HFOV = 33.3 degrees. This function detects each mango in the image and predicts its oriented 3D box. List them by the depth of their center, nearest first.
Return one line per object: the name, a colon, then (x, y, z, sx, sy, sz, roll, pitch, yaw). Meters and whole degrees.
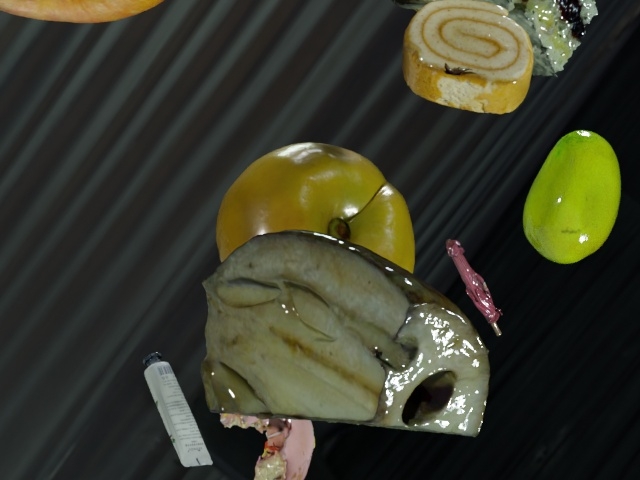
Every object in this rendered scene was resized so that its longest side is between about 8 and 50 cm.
mango: (0.317, -0.050, 1.318, 0.117, 0.163, 0.089, 24, 8, -22)

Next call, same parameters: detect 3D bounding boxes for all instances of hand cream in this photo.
hand cream: (-0.271, 0.316, 1.988, 0.080, 0.050, 0.234, 8, 48, -53)

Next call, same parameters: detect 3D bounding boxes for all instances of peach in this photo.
peach: (0.000, 0.000, 1.268, 0.251, 0.251, 0.153, 33, -33, -25)

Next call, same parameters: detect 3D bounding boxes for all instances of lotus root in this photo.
lotus root: (0.023, 0.096, 1.012, 0.142, 0.210, 0.314, 0, 8, -40)

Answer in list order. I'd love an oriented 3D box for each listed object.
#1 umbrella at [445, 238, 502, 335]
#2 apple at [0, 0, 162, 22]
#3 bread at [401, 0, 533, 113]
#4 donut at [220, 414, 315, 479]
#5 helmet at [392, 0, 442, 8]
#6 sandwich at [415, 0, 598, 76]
umbrella: (0.197, 0.060, 1.351, 0.025, 0.027, 0.165, 26, -26, 57)
apple: (-0.219, -0.343, 0.884, 0.299, 0.299, 0.275, 30, 43, -37)
bread: (0.166, -0.212, 1.202, 0.149, 0.122, 0.073, 13, -30, 9)
donut: (-0.094, 0.336, 1.918, 0.233, 0.085, 0.199, 66, 31, -16)
helmet: (0.123, -0.394, 1.281, 0.137, 0.204, 0.257, 27, -6, -35)
sandwich: (0.256, -0.384, 1.606, 0.325, 0.131, 0.262, 36, -9, 1)
